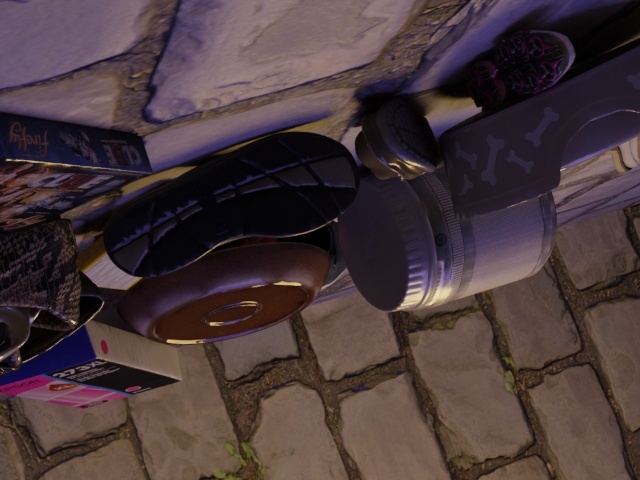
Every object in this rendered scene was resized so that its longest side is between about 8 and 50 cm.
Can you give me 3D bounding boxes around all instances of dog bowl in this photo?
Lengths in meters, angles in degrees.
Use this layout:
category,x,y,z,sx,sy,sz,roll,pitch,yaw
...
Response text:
category,x,y,z,sx,sy,sz,roll,pitch,yaw
dog bowl,0.297,-0.143,1.484,0.348,0.102,0.349,-25,-175,2

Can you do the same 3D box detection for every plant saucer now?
category,x,y,z,sx,sy,sz,roll,pitch,yaw
plant saucer,-0.130,0.085,1.788,0.310,0.050,0.310,-13,162,-4

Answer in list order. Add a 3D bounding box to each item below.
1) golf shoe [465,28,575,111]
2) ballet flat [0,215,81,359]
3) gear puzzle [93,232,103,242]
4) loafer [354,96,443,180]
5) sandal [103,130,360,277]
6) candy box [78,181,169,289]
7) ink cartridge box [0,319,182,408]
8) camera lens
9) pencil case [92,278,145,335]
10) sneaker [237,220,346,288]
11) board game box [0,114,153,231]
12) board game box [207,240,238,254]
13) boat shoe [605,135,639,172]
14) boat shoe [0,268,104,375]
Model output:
category,x,y,z,sx,sy,sz,roll,pitch,yaw
golf shoe,0.226,-0.193,1.353,0.086,0.067,0.186,-25,-176,-18
ballet flat,-0.433,0.084,1.222,0.483,0.182,0.164,-12,177,-43
gear puzzle,-0.131,-0.036,1.650,0.339,0.044,0.175,-15,172,-27
loafer,0.087,-0.105,1.504,0.087,0.094,0.251,-25,172,12
sandal,-0.105,-0.051,1.454,0.302,0.120,0.086,-17,-160,-1
candy box,-0.215,-0.001,1.558,0.206,0.027,0.105,-35,151,29
ink cartridge box,-0.350,0.172,1.789,0.175,0.069,0.371,-17,161,14
camera lens,0.191,-0.024,1.865,0.274,0.219,0.219,-16,172,-26
pencil case,-0.284,0.089,1.929,0.273,0.124,0.113,-18,-146,1
sneaker,-0.021,0.010,1.921,0.148,0.131,0.350,-18,174,32
board game box,-0.282,-0.055,1.142,0.165,0.042,0.243,-22,172,20
board game box,-0.218,0.018,1.752,0.126,0.026,0.186,-12,-177,-40
boat shoe,0.485,-0.174,1.933,0.103,0.113,0.302,-16,173,21
boat shoe,-0.367,0.106,1.415,0.092,0.103,0.285,24,-140,35
